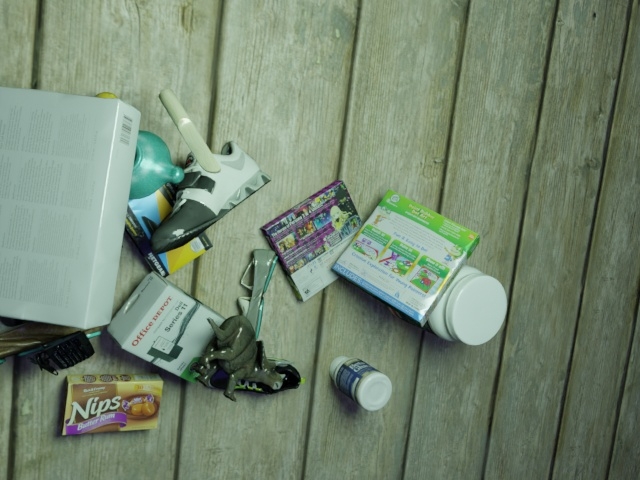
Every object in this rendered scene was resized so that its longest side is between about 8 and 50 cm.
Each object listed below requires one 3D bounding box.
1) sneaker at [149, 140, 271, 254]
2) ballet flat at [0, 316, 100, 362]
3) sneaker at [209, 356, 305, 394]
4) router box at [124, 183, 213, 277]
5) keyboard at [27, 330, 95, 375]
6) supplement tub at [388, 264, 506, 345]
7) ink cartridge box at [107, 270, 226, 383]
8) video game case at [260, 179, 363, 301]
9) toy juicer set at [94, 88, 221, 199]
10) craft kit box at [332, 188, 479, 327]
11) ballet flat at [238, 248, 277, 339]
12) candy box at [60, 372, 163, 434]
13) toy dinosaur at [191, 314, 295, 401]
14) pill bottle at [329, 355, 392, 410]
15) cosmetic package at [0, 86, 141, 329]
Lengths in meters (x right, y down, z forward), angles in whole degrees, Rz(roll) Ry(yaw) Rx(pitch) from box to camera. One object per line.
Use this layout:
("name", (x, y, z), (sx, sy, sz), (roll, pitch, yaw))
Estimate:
("sneaker", (-0.247, -0.096, 1.082), (0.146, 0.123, 0.330), (53, 41, -10))
("ballet flat", (-0.587, 0.176, 0.992), (0.343, 0.116, 0.124), (-20, 87, -24))
("sneaker", (-0.144, 0.310, 1.246), (0.235, 0.097, 0.084), (5, 96, -29))
("router box", (-0.328, -0.028, 1.122), (0.133, 0.046, 0.178), (-36, 113, -19))
("keyboard", (-0.477, 0.222, 1.010), (0.100, 0.192, 0.038), (-21, 73, -22))
("supplement tub", (0.306, 0.143, 1.358), (0.191, 0.272, 0.191), (-5, 101, -27))
("ink cartridge box", (-0.305, 0.183, 1.118), (0.153, 0.087, 0.208), (-55, 133, -9))
("video game case", (0.000, 0.000, 1.303), (0.232, 0.042, 0.210), (-34, 113, -20))
("toy juicer set", (-0.352, -0.179, 1.010), (0.329, 0.089, 0.209), (-13, 79, 5))
("craft kit box", (0.197, 0.034, 1.261), (0.246, 0.250, 0.061), (-54, 153, -8))
("ballet flat", (-0.153, 0.122, 1.238), (0.068, 0.072, 0.213), (14, 91, -2))
("candy box", (-0.432, 0.337, 1.123), (0.187, 0.053, 0.109), (7, 95, -30))
("toy dinosaur", (-0.184, 0.224, 1.121), (0.160, 0.121, 0.313), (-53, 140, -32))
("pill bottle", (0.092, 0.346, 1.336), (0.094, 0.169, 0.094), (-5, 100, -28))
("cosmetic package", (-0.480, -0.060, 0.911), (0.285, 0.097, 0.376), (8, 89, 4))
